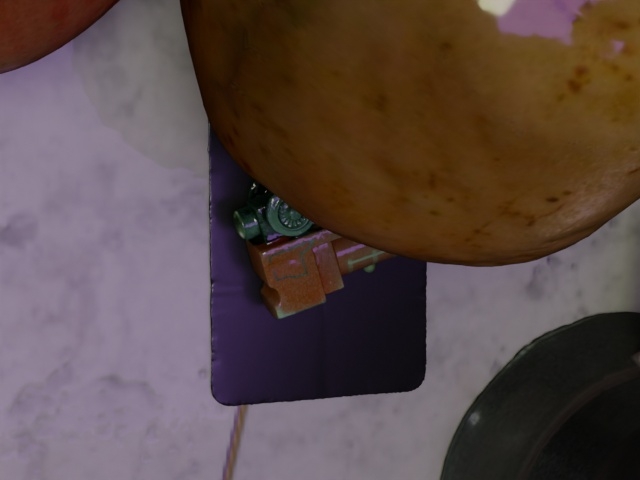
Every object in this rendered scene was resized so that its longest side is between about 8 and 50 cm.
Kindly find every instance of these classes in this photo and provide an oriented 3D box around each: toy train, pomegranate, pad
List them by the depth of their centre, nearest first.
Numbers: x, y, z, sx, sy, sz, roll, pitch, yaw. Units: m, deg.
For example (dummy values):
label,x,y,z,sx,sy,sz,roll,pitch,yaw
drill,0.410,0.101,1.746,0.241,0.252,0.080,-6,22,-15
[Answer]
label,x,y,z,sx,sy,sz,roll,pitch,yaw
pomegranate,0.063,-0.103,0.602,0.248,0.248,0.248,-3,99,-19
toy train,0.013,-0.009,0.723,0.103,0.044,0.064,-21,107,-13
pad,0.000,0.000,0.744,0.112,0.003,0.157,-3,99,-19

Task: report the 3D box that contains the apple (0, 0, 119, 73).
label,x,y,z,sx,sy,sz,roll,pitch,yaw
apple,-0.144,-0.164,0.586,0.209,0.164,0.209,-2,96,-18

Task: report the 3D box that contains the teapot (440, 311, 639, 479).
label,x,y,z,sx,sy,sz,roll,pitch,yaw
teapot,0.205,0.134,0.653,0.253,0.344,0.300,3,97,-21
